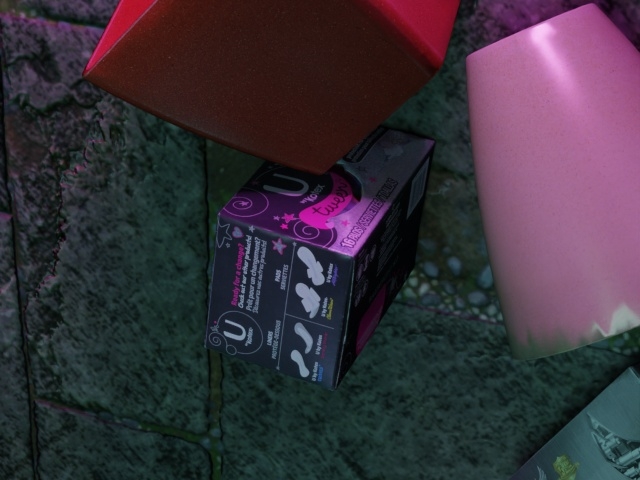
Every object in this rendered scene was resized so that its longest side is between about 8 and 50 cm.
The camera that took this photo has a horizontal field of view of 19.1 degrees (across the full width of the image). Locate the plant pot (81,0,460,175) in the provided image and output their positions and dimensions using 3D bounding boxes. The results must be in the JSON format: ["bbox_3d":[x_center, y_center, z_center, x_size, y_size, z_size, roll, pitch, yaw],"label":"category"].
[{"bbox_3d":[-0.020,-0.222,1.736,0.236,0.267,0.267,38,127,-16],"label":"plant pot"}]

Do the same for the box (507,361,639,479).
[{"bbox_3d":[0.313,0.258,1.937,0.183,0.056,0.231,54,129,17],"label":"box"}]

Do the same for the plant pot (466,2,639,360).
[{"bbox_3d":[0.241,-0.065,1.726,0.256,0.256,0.274,-22,92,32],"label":"plant pot"}]

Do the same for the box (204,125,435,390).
[{"bbox_3d":[0.000,0.000,1.847,0.142,0.247,0.163,16,123,13],"label":"box"}]
